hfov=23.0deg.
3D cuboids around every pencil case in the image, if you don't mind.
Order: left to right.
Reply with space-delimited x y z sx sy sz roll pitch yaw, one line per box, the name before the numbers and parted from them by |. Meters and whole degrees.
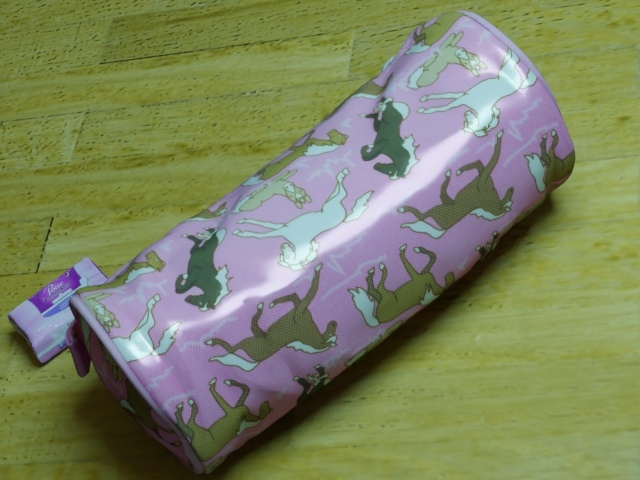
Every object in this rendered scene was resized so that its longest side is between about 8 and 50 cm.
pencil case | 0.000 0.000 1.145 0.386 0.160 0.167 -39 15 -13

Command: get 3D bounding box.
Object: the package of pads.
package of pads | -0.204 0.055 1.260 0.083 0.032 0.050 -37 49 -13
